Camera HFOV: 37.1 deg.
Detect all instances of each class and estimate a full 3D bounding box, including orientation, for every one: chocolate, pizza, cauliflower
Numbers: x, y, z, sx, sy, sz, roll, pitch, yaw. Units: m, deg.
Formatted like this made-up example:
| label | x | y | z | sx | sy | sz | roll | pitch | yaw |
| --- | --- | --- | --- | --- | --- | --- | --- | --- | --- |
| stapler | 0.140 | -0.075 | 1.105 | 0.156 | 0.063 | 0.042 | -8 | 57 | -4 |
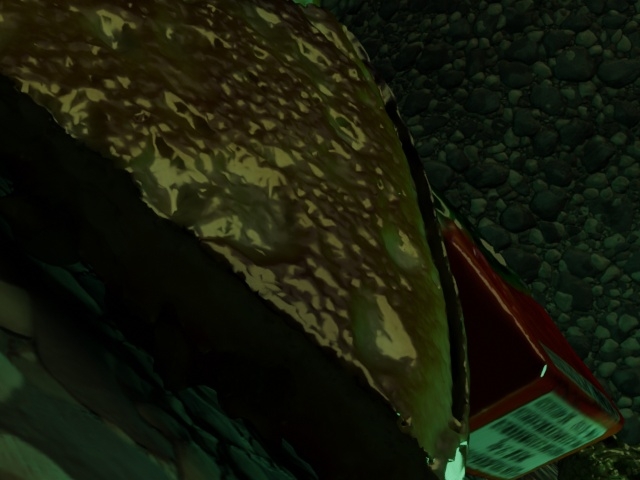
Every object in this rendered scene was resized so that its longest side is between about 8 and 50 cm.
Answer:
| label | x | y | z | sx | sy | sz | roll | pitch | yaw |
| --- | --- | --- | --- | --- | --- | --- | --- | --- | --- |
| chocolate | 0.117 | 0.068 | 0.964 | 0.341 | 0.161 | 0.360 | 56 | 12 | 30 |
| pizza | -0.096 | -0.055 | 0.548 | 0.406 | 0.130 | 0.440 | 25 | 33 | -26 |
| cauliflower | 0.433 | 0.315 | 1.199 | 0.272 | 0.250 | 0.275 | 44 | -1 | -20 |

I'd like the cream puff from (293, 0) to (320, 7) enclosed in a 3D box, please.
| label | x | y | z | sx | sy | sz | roll | pitch | yaw |
| --- | --- | --- | --- | --- | --- | --- | --- | --- | --- |
| cream puff | -0.193 | -0.269 | 1.054 | 0.378 | 0.275 | 0.378 | 31 | 29 | -20 |
